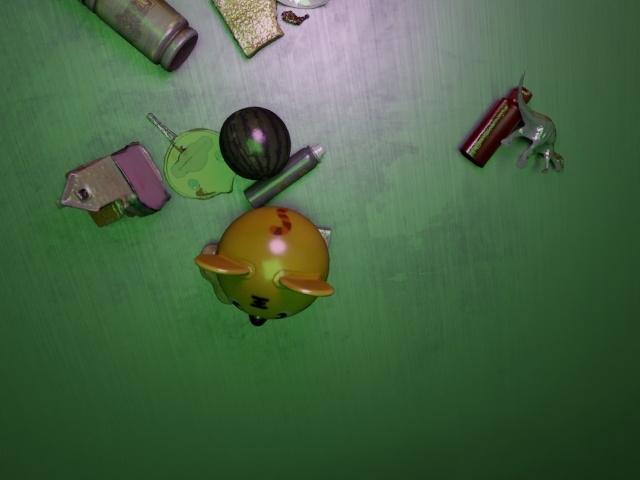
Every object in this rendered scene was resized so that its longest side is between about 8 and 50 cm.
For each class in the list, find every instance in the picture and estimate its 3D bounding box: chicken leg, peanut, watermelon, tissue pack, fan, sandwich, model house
[{"bbox_3d":[-0.073,-0.646,1.318,0.083,0.021,0.036,6,88,-7],"label":"chicken leg"},{"bbox_3d":[-0.325,0.113,1.459,0.099,0.090,0.214,-28,105,-10],"label":"peanut"},{"bbox_3d":[-0.188,-0.276,1.312,0.212,0.212,0.212,-1,105,-5],"label":"watermelon"},{"bbox_3d":[0.000,0.000,1.483,0.062,0.042,0.083,7,105,-7],"label":"tissue pack"},{"bbox_3d":[-0.401,-0.262,1.394,0.335,0.011,0.229,43,97,-14],"label":"fan"},{"bbox_3d":[-0.197,-0.648,1.290,0.162,0.058,0.193,-33,103,2],"label":"sandwich"},{"bbox_3d":[-0.603,-0.136,1.301,0.237,0.237,0.202,-23,112,6],"label":"model house"}]

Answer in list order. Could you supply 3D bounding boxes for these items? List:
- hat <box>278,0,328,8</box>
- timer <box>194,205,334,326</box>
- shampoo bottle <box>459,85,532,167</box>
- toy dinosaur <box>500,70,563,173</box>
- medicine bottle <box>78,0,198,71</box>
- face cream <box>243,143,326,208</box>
[{"bbox_3d":[-0.052,-0.742,1.232,0.203,0.203,0.126,3,82,-6],"label":"hat"},{"bbox_3d":[-0.146,0.077,1.309,0.376,0.387,0.376,0,101,1],"label":"timer"},{"bbox_3d":[0.557,-0.361,1.426,0.102,0.064,0.260,33,100,-22],"label":"shampoo bottle"},{"bbox_3d":[0.651,-0.337,1.403,0.205,0.092,0.393,-37,116,-13],"label":"toy dinosaur"},{"bbox_3d":[-0.501,-0.616,1.219,0.322,0.151,0.151,39,98,-13],"label":"medicine bottle"},{"bbox_3d":[-0.108,-0.204,1.404,0.283,0.073,0.073,-36,105,4],"label":"face cream"}]
